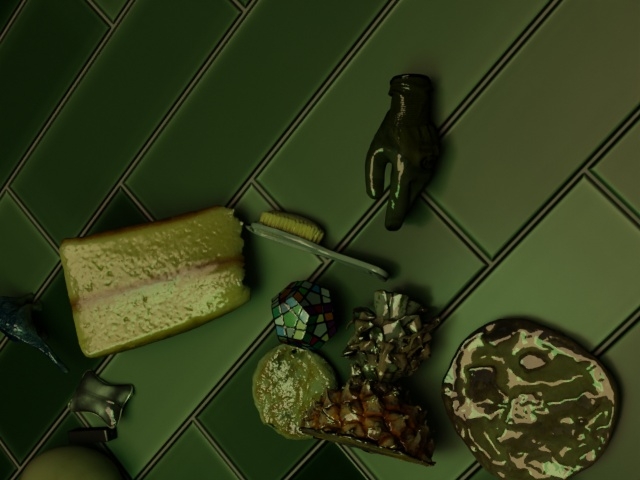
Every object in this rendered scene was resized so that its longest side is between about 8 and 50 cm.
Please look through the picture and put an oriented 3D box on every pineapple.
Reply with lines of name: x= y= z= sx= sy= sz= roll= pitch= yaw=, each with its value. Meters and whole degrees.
pineapple: x=0.110 y=0.226 z=1.725 sx=0.262 sy=0.262 sz=0.272 roll=9 pitch=75 yaw=27

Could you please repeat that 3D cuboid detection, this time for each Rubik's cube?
Rubik's cube: x=-0.029 y=0.135 z=1.818 sx=0.133 sy=0.133 sz=0.112 roll=10 pitch=71 yaw=27

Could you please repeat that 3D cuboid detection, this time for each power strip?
power strip: x=-0.480 y=0.409 z=2.118 sx=0.111 sy=0.038 sz=0.029 roll=-8 pitch=92 yaw=28

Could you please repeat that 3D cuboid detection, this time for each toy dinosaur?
toy dinosaur: x=-0.646 y=0.172 z=2.131 sx=0.362 sy=0.147 sz=0.077 roll=32 pitch=110 yaw=14

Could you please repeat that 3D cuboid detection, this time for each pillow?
pillow: x=-0.456 y=0.327 z=2.089 sx=0.135 sy=0.055 sz=0.091 roll=17 pitch=100 yaw=24

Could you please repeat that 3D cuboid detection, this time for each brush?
brush: x=0.000 y=0.000 z=1.829 sx=0.296 sy=0.068 sz=0.060 roll=20 pitch=78 yaw=23

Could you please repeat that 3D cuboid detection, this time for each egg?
egg: x=-0.510 y=0.511 z=2.059 sx=0.241 sy=0.186 sz=0.186 roll=8 pitch=98 yaw=36

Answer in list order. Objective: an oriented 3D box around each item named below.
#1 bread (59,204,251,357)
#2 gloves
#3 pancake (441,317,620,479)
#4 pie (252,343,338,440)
bread: x=-0.296 y=0.077 z=1.966 sx=0.361 sy=0.245 sz=0.233 roll=-14 pitch=86 yaw=4
gloves: x=0.143 y=-0.148 z=1.709 sx=0.107 sy=0.135 sz=0.268 roll=-158 pitch=74 yaw=-67
pancake: x=0.341 y=0.269 z=1.674 sx=0.294 sy=0.049 sz=0.295 roll=2 pitch=96 yaw=24
pie: x=-0.046 y=0.283 z=1.880 sx=0.186 sy=0.041 sz=0.187 roll=2 pitch=95 yaw=27
